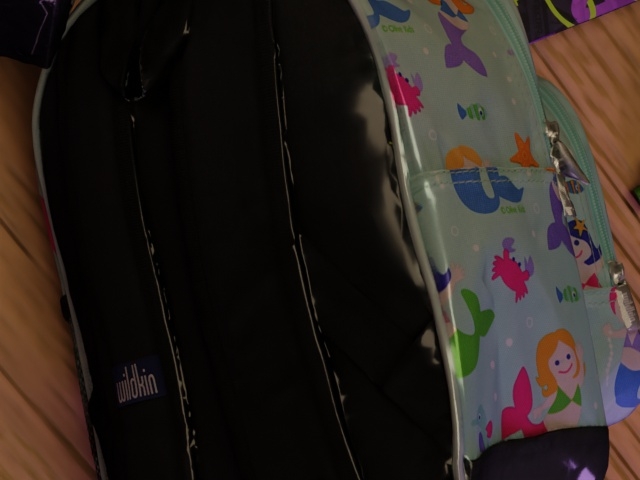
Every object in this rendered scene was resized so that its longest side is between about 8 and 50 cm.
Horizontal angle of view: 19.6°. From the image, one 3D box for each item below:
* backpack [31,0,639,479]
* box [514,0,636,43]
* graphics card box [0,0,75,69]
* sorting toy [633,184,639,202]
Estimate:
[{"bbox_3d":[0.000,0.000,0.746,0.191,0.225,0.254,-15,87,-47],"label":"backpack"},{"bbox_3d":[0.135,-0.171,0.923,0.162,0.029,0.116,-24,95,-25],"label":"box"},{"bbox_3d":[-0.158,-0.277,0.731,0.232,0.094,0.371,17,74,-7],"label":"graphics card box"},{"bbox_3d":[0.269,0.091,0.940,0.126,0.127,0.366,-29,95,6],"label":"sorting toy"}]
